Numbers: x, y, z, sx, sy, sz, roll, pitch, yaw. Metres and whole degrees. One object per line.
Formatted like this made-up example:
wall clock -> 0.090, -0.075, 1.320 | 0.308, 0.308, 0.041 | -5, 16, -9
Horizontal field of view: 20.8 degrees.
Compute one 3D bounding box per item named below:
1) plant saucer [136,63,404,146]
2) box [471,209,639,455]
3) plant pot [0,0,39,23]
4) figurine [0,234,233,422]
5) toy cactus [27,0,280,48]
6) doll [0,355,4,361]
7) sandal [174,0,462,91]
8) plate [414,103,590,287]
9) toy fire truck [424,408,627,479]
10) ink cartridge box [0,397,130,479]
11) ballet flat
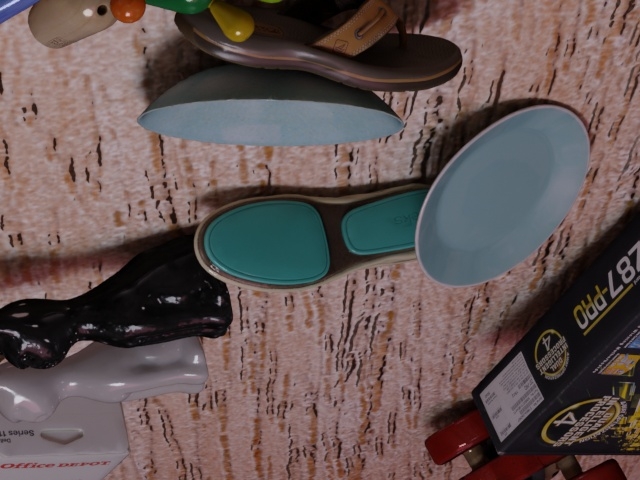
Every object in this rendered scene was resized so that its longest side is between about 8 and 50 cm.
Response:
plant saucer -> -0.036, -0.101, 1.264 | 0.195, 0.037, 0.195 | 0, 174, 0
box -> 0.389, 0.082, 1.793 | 0.318, 0.097, 0.395 | 4, 139, -36
plant pot -> -0.272, -0.199, 0.767 | 0.236, 0.212, 0.236 | -25, 153, 20
figurine -> -0.202, 0.092, 1.533 | 0.209, 0.092, 0.215 | -14, 157, -20
toy cactus -> -0.120, -0.161, 1.084 | 0.219, 0.112, 0.180 | -5, 165, -40
doll -> -0.361, 0.083, 1.508 | 0.129, 0.046, 0.189 | -32, 153, 31
sandal -> 0.006, -0.150, 1.206 | 0.219, 0.090, 0.060 | 9, 113, -23
plate -> 0.152, -0.041, 1.490 | 0.188, 0.024, 0.188 | -24, 137, -24
toy fire truck -> 0.289, 0.244, 2.095 | 0.254, 0.169, 0.302 | -18, 164, -42
ink cartridge box -> -0.305, 0.219, 1.777 | 0.153, 0.087, 0.208 | 3, 151, -32
ballet flat -> 0.000, 0.000, 1.505 | 0.248, 0.086, 0.086 | -5, 154, -23
